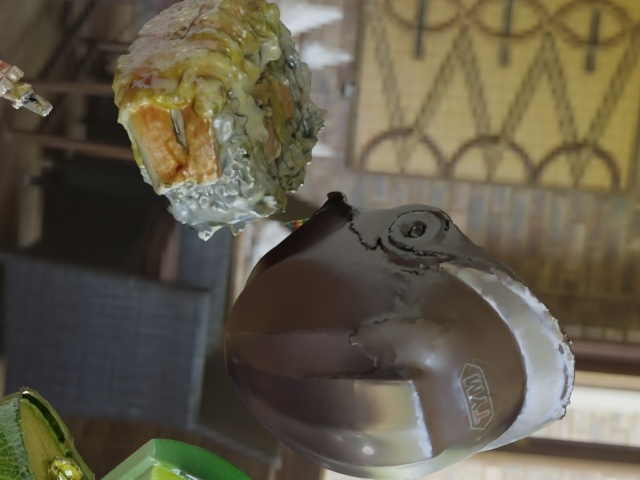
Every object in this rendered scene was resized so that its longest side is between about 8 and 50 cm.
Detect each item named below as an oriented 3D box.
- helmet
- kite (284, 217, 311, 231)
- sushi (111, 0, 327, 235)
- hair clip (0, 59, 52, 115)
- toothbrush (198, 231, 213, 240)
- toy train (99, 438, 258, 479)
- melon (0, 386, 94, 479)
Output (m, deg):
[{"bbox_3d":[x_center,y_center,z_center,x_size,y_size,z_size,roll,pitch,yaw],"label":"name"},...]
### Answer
[{"bbox_3d":[0.042,0.097,1.365,0.177,0.305,0.225,-34,121,-29],"label":"helmet"},{"bbox_3d":[0.000,0.000,2.222,0.090,0.122,0.004,-56,151,10],"label":"kite"},{"bbox_3d":[-0.091,-0.129,1.538,0.184,0.139,0.274,65,28,-29],"label":"sushi"},{"bbox_3d":[-0.375,-0.180,1.901,0.062,0.056,0.214,-52,-144,-11],"label":"hair clip"},{"bbox_3d":[-0.084,-0.086,1.957,0.204,0.017,0.022,-55,-158,2],"label":"toothbrush"},{"bbox_3d":[-0.173,0.302,1.354,0.301,0.120,0.202,-40,-148,38],"label":"toy train"},{"bbox_3d":[-0.325,0.234,1.582,0.129,0.169,0.265,63,-1,8],"label":"melon"}]
